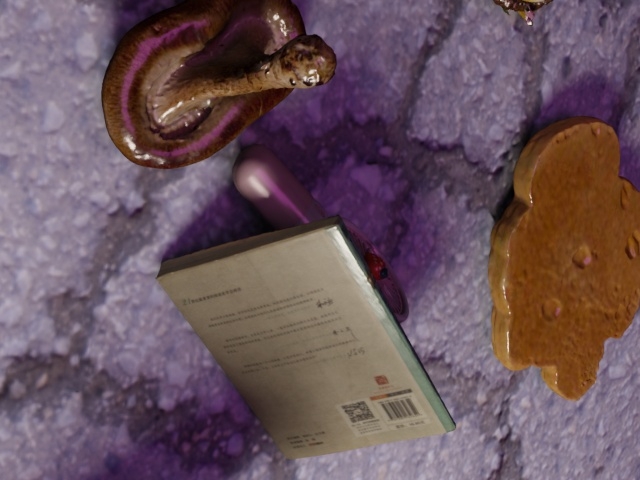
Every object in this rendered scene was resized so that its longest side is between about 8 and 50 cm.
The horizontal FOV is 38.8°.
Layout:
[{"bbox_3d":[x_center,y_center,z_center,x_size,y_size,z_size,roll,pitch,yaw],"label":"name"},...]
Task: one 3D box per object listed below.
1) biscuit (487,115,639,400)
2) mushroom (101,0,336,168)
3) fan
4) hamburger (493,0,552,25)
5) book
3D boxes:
[{"bbox_3d":[0.318,0.030,1.162,0.269,0.051,0.376,-14,109,-29],"label":"biscuit"},{"bbox_3d":[-0.074,-0.147,0.798,0.227,0.217,0.148,-45,120,-13],"label":"mushroom"},{"bbox_3d":[0.000,0.000,0.940,0.074,0.130,0.244,-36,108,18],"label":"fan"},{"bbox_3d":[0.237,-0.341,1.006,0.164,0.093,0.190,16,91,-31],"label":"hamburger"},{"bbox_3d":[-0.011,0.112,0.923,0.283,0.214,0.025,62,28,-28],"label":"book"}]
